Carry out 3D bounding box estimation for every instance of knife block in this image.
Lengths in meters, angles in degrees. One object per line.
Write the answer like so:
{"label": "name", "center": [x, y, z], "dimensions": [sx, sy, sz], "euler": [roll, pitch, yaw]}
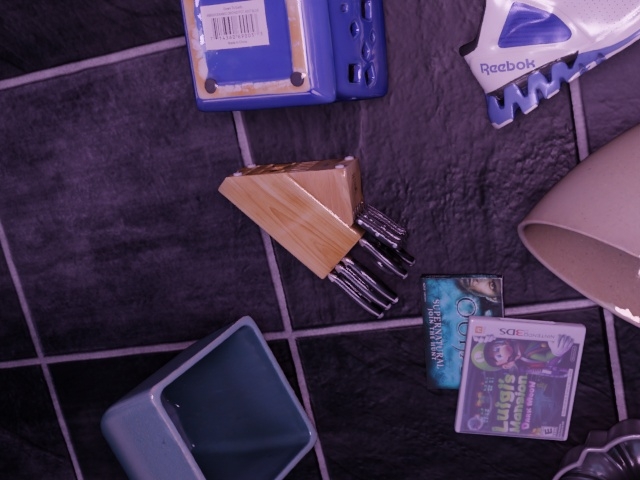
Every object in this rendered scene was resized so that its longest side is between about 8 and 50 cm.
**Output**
{"label": "knife block", "center": [0.000, 0.000, 1.236], "dimensions": [0.276, 0.088, 0.241], "euler": [-3, 105, 17]}

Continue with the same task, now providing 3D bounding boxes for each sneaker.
{"label": "sneaker", "center": [0.302, -0.301, 1.033], "dimensions": [0.316, 0.127, 0.182], "euler": [-36, 96, 24]}

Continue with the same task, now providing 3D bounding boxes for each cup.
{"label": "cup", "center": [0.451, -0.027, 0.999], "dimensions": [0.331, 0.331, 0.237], "euler": [34, 86, 5]}

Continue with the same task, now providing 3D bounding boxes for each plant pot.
{"label": "plant pot", "center": [-0.209, 0.309, 1.320], "dimensions": [0.252, 0.248, 0.247], "euler": [-23, 99, 40]}
{"label": "plant pot", "center": [-0.057, -0.290, 1.084], "dimensions": [0.236, 0.212, 0.235], "euler": [1, 108, 24]}

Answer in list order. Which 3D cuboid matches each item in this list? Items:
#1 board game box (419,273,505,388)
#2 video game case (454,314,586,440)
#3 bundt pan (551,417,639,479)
{"label": "board game box", "center": [0.223, 0.141, 1.247], "dimensions": [0.126, 0.026, 0.186], "euler": [-2, 106, 17]}
{"label": "video game case", "center": [0.300, 0.210, 1.223], "dimensions": [0.173, 0.022, 0.190], "euler": [4, 107, 1]}
{"label": "bundt pan", "center": [0.494, 0.404, 1.194], "dimensions": [0.331, 0.124, 0.330], "euler": [5, 108, 16]}
